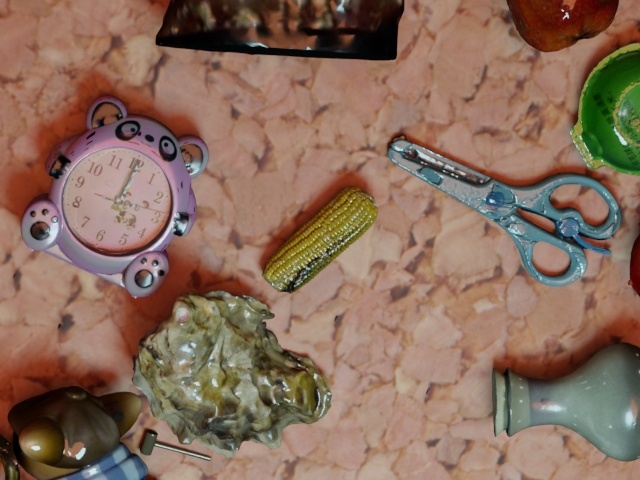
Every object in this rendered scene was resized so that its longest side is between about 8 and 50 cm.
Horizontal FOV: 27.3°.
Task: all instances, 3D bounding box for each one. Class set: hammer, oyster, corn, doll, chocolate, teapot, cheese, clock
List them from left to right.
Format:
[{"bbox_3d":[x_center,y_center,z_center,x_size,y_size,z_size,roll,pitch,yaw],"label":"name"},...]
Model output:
[{"bbox_3d":[-0.356,0.376,1.928,0.318,0.209,0.339,-28,108,-34],"label":"doll"},{"bbox_3d":[-0.288,-0.066,1.891,0.228,0.090,0.247,26,95,-13],"label":"clock"},{"bbox_3d":[-0.219,0.321,2.016,0.110,0.019,0.035,18,98,-17],"label":"hammer"},{"bbox_3d":[-0.140,0.196,1.929,0.238,0.115,0.351,-39,132,-9],"label":"oyster"},{"bbox_3d":[-0.050,-0.359,1.805,0.340,0.225,0.210,2,93,-12],"label":"chocolate"},{"bbox_3d":[0.000,0.000,1.957,0.203,0.072,0.072,-41,104,2],"label":"corn"},{"bbox_3d":[0.390,0.247,2.020,0.251,0.183,0.183,-2,102,5],"label":"teapot"},{"bbox_3d":[0.525,-0.219,1.982,0.320,0.083,0.204,-32,102,1],"label":"cheese"}]

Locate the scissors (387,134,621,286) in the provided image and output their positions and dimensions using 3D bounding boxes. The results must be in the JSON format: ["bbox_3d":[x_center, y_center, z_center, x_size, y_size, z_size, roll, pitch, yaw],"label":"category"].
[{"bbox_3d":[0.278,-0.063,2.003,0.393,0.032,0.180,26,96,-12],"label":"scissors"}]

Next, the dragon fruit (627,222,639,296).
[{"bbox_3d":[0.583,0.035,1.971,0.224,0.227,0.224,-4,96,-49],"label":"dragon fruit"}]

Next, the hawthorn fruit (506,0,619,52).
[{"bbox_3d":[0.345,-0.362,1.893,0.173,0.179,0.173,-16,143,-12],"label":"hawthorn fruit"}]
